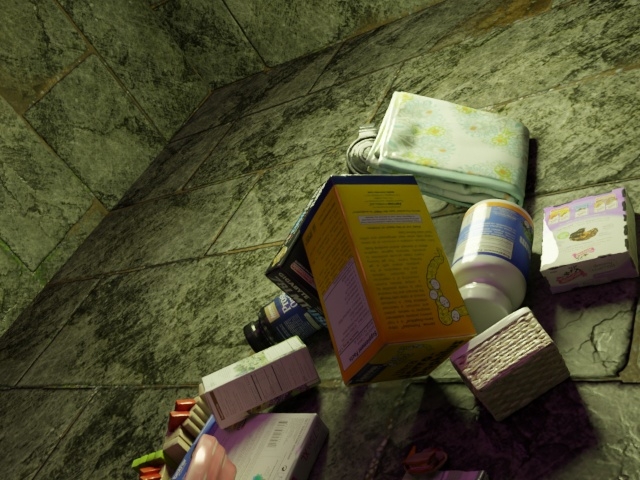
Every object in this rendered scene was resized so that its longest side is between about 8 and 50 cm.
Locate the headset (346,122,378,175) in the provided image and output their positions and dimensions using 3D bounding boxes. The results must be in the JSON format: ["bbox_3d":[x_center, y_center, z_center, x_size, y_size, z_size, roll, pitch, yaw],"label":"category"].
[{"bbox_3d":[0.113,-0.144,1.851,0.185,0.243,0.394,-7,35,4],"label":"headset"}]

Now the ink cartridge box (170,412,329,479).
[{"bbox_3d":[-0.148,0.442,1.453,0.311,0.065,0.185,-8,37,36],"label":"ink cartridge box"}]

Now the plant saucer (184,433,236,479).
[{"bbox_3d":[-0.221,0.513,1.248,0.332,0.084,0.332,-164,90,-87],"label":"plant saucer"}]

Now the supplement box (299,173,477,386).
[{"bbox_3d":[0.117,0.071,1.368,0.194,0.195,0.356,123,137,-51],"label":"supplement box"}]

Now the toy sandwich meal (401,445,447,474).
[{"bbox_3d":[0.175,0.371,1.212,0.086,0.029,0.085,-18,6,2],"label":"toy sandwich meal"}]

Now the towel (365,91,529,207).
[{"bbox_3d":[0.321,-0.226,1.741,0.375,0.090,0.320,16,47,6],"label":"towel"}]

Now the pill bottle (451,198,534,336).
[{"bbox_3d":[0.338,0.056,1.419,0.152,0.152,0.272,-15,35,34],"label":"pill bottle"}]

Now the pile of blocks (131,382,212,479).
[{"bbox_3d":[-0.330,0.441,1.600,0.149,0.112,0.362,-9,38,40],"label":"pile of blocks"}]

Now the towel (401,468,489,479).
[{"bbox_3d":[0.184,0.406,1.149,0.152,0.023,0.113,-11,13,38],"label":"towel"}]

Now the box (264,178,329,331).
[{"bbox_3d":[0.059,0.056,1.571,0.073,0.295,0.293,-32,21,47],"label":"box"}]

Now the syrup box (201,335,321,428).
[{"bbox_3d":[-0.130,0.303,1.534,0.237,0.096,0.093,-24,12,-10],"label":"syrup box"}]

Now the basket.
[{"bbox_3d":[0.329,0.217,1.229,0.167,0.113,0.103,-33,32,4],"label":"basket"}]

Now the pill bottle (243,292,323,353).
[{"bbox_3d":[-0.069,0.185,1.692,0.219,0.123,0.123,-34,28,6],"label":"pill bottle"}]

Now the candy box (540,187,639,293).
[{"bbox_3d":[0.523,0.000,1.389,0.165,0.070,0.196,-16,33,32],"label":"candy box"}]
